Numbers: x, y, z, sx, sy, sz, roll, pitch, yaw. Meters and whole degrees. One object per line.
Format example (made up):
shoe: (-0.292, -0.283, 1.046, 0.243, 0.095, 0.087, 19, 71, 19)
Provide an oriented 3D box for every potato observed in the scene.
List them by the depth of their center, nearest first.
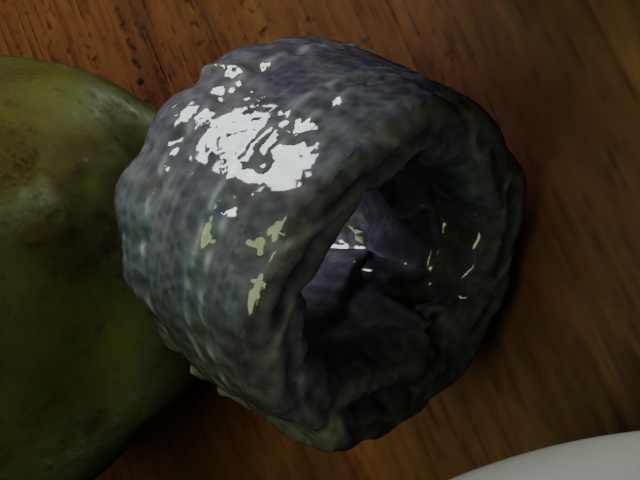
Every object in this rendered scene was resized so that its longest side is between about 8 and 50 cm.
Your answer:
potato: (-0.196, 0.041, 0.598, 0.326, 0.243, 0.221, -37, 62, 42)

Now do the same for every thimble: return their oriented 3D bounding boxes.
thimble: (0.002, -0.002, 0.468, 0.098, 0.150, 0.150, 29, 115, 38)

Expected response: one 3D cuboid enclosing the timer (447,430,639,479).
timer: (0.107, 0.217, 0.338, 0.285, 0.285, 0.285, 8, 102, 43)
